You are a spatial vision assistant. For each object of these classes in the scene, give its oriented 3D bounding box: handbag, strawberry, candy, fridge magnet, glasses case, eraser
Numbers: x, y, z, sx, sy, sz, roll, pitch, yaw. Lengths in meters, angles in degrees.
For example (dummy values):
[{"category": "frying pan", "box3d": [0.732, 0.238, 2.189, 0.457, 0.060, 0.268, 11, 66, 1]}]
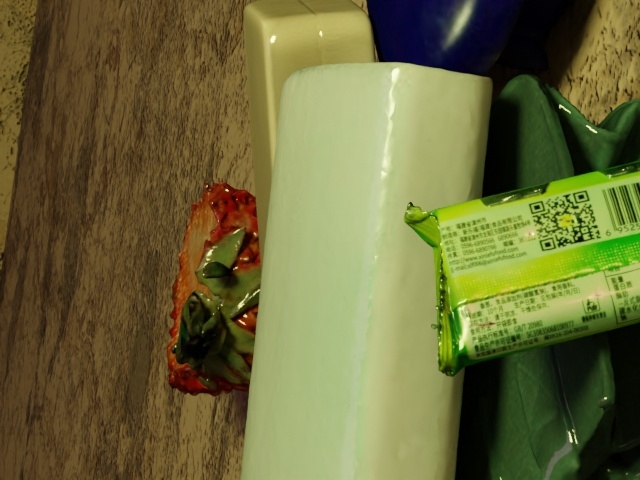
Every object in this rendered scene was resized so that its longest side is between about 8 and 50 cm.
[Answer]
[{"category": "handbag", "box3d": [0.111, 0.077, 1.133, 0.326, 0.089, 0.238, 125, 146, -52]}, {"category": "strawberry", "box3d": [-0.068, 0.042, 1.644, 0.286, 0.106, 0.188, -104, 30, -73]}, {"category": "candy", "box3d": [0.136, 0.008, 0.968, 0.032, 0.178, 0.102, 74, -178, -58]}, {"category": "fridge magnet", "box3d": [0.096, -0.219, 1.228, 0.265, 0.113, 0.265, -174, 90, -71]}, {"category": "glasses case", "box3d": [0.000, 0.000, 1.351, 0.144, 0.076, 0.336, -122, 27, -73]}, {"category": "eraser", "box3d": [0.020, 0.047, 1.114, 0.189, 0.104, 0.290, -178, 94, -73]}]
